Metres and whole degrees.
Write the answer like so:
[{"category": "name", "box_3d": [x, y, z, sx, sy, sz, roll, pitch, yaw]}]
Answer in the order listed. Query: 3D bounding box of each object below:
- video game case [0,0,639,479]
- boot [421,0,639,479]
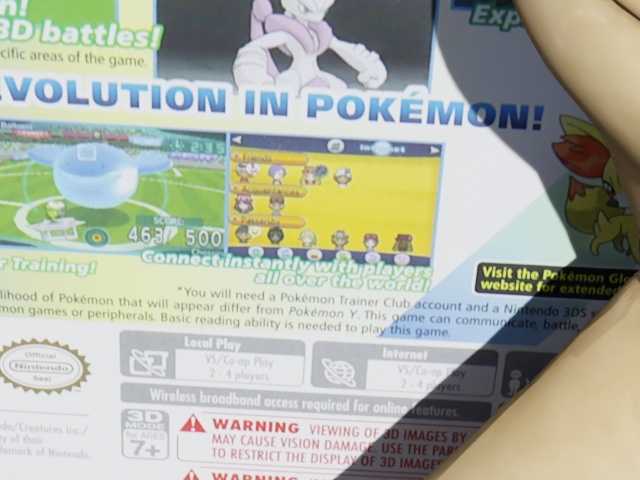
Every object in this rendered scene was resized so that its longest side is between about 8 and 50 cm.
[{"category": "video game case", "box_3d": [0.000, 0.000, 0.532, 0.036, 0.329, 0.300, -87, 0, -52]}, {"category": "boot", "box_3d": [0.047, 0.055, 0.437, 0.269, 0.236, 0.089, -46, 45, 22]}]
